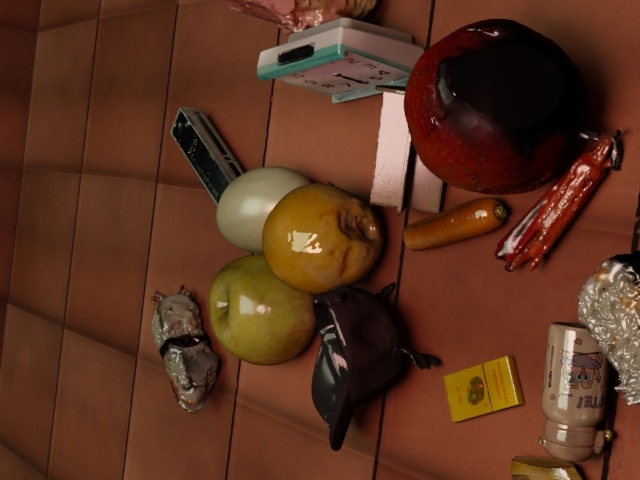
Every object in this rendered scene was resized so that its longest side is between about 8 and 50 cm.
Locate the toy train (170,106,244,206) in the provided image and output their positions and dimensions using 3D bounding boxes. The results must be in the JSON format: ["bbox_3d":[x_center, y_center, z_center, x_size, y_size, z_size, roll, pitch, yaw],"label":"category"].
[{"bbox_3d":[-0.250,-0.179,2.237,0.407,0.088,0.086,55,130,38],"label":"toy train"}]

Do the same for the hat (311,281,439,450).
[{"bbox_3d":[0.095,0.231,1.749,0.238,0.209,0.336,-126,33,-64],"label":"hat"}]

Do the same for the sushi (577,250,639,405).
[{"bbox_3d":[0.471,0.126,1.307,0.136,0.126,0.225,-42,57,39],"label":"sushi"}]

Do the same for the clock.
[{"bbox_3d":[0.042,-0.362,1.799,0.262,0.231,0.116,-4,79,51],"label":"clock"}]

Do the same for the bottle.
[{"bbox_3d":[0.399,0.235,1.408,0.110,0.097,0.209,5,91,13],"label":"bottle"}]

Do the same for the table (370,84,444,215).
[{"bbox_3d":[0.170,-0.166,1.691,0.167,0.167,0.226,23,111,49],"label":"table"}]

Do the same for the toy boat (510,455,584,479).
[{"bbox_3d":[0.366,0.378,1.465,0.149,0.047,0.049,-6,94,52],"label":"toy boat"}]

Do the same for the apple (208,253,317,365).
[{"bbox_3d":[-0.127,0.148,1.970,0.261,0.194,0.260,-7,82,57],"label":"apple"}]

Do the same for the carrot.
[{"bbox_3d":[0.243,-0.027,1.645,0.225,0.067,0.067,-21,70,50],"label":"carrot"}]

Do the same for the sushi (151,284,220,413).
[{"bbox_3d":[-0.336,0.264,2.264,0.332,0.124,0.130,62,140,33],"label":"sushi"}]

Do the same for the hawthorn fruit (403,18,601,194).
[{"bbox_3d":[0.272,-0.212,1.450,0.316,0.316,0.316,-8,80,50],"label":"hawthorn fruit"}]

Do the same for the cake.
[{"bbox_3d":[-0.062,-0.578,1.867,0.314,0.307,0.293,26,99,50],"label":"cake"}]

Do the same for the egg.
[{"bbox_3d":[-0.118,-0.066,1.985,0.253,0.186,0.186,-11,76,33],"label":"egg"}]

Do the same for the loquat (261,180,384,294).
[{"bbox_3d":[0.000,0.000,1.808,0.244,0.244,0.243,-8,80,50],"label":"loquat"}]

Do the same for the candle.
[{"bbox_3d":[0.388,-0.062,1.480,0.084,0.059,0.301,51,123,30],"label":"candle"}]

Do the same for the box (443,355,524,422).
[{"bbox_3d":[0.283,0.262,1.597,0.155,0.023,0.087,-28,67,45],"label":"box"}]
